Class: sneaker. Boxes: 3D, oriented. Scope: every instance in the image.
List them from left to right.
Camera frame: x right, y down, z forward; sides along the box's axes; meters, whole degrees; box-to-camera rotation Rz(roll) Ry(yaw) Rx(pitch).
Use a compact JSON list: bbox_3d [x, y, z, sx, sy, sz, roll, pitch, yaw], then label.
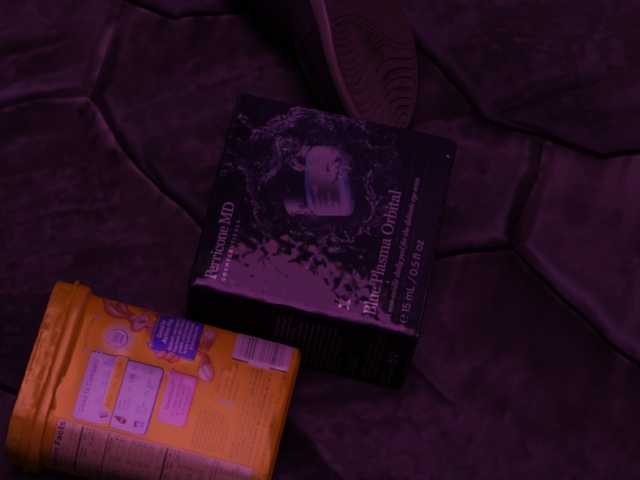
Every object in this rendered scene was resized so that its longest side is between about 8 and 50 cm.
[{"bbox_3d":[-0.010,-0.169,1.344,0.083,0.118,0.222,-26,97,-37],"label":"sneaker"}]

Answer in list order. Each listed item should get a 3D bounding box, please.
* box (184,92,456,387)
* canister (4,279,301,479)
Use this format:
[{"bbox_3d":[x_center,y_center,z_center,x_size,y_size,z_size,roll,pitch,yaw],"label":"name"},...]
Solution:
[{"bbox_3d":[0.000,0.000,1.245,0.158,0.093,0.156,12,63,1],"label":"box"},{"bbox_3d":[-0.108,0.107,1.190,0.170,0.073,0.126,15,63,-1],"label":"canister"}]
